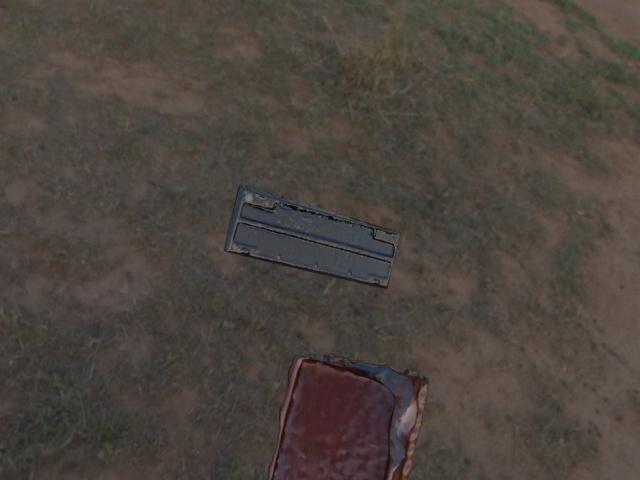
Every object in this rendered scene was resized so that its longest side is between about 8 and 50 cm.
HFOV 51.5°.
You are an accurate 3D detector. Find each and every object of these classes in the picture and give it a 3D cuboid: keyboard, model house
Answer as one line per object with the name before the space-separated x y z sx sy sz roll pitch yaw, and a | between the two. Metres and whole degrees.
keyboard | 0.000 0.000 0.637 0.198 0.064 0.010 15 -2 -36
model house | 0.052 0.255 0.880 0.159 0.254 0.196 9 82 17
